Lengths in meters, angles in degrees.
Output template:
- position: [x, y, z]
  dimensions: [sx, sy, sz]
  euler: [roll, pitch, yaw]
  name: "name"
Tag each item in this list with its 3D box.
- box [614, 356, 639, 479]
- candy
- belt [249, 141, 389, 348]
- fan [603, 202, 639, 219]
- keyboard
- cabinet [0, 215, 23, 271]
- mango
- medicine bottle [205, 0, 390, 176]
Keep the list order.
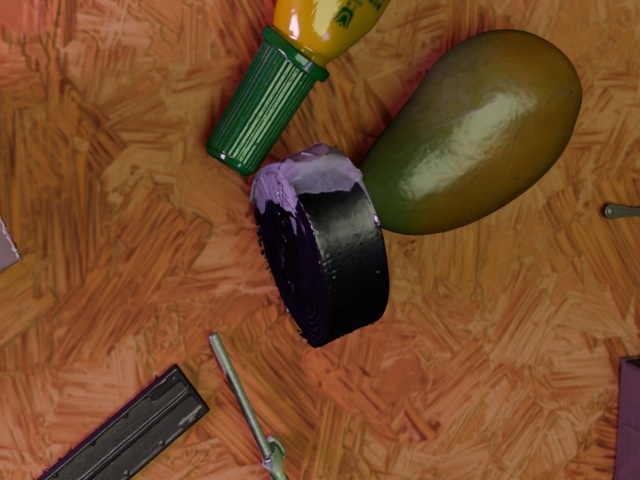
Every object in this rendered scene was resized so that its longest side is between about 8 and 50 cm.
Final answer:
- position: [0.455, 0.205, 1.921]
  dimensions: [0.231, 0.149, 0.155]
  euler: [-4, 104, -25]
  name: "box"
- position: [-0.050, 0.217, 1.726]
  dimensions: [0.084, 0.078, 0.288]
  euler: [-27, 106, -5]
  name: "candy"
- position: [0.000, 0.000, 1.641]
  dimensions: [0.078, 0.151, 0.198]
  euler: [-23, 134, -19]
  name: "belt"
- position: [0.393, -0.030, 1.912]
  dimensions: [0.220, 0.009, 0.132]
  euler: [0, 100, -28]
  name: "fan"
- position: [-0.197, 0.202, 1.674]
  dimensions: [0.202, 0.011, 0.067]
  euler: [-40, 118, -13]
  name: "keyboard"
- position: [-0.381, -0.009, 1.453]
  dimensions: [0.206, 0.145, 0.150]
  euler: [-31, 114, -17]
  name: "cabinet"
- position: [0.143, -0.096, 1.711]
  dimensions: [0.251, 0.114, 0.156]
  euler: [-45, 125, -11]
  name: "mango"
- position: [-0.007, -0.199, 1.632]
  dimensions: [0.111, 0.076, 0.309]
  euler: [33, 86, -34]
  name: "medicine bottle"
